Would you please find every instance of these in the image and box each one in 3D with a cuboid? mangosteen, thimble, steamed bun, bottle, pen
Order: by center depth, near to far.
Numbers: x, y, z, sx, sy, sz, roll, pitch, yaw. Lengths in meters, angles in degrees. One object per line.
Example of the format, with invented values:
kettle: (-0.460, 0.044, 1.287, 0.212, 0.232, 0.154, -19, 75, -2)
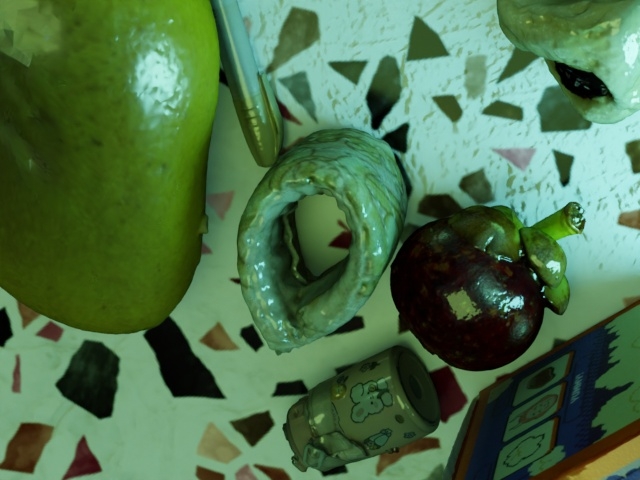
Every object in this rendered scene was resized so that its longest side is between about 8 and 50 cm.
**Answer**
steamed bun: (0.251, -0.176, 1.605, 0.140, 0.172, 0.155, 26, 149, 41)
mangosteen: (0.146, 0.025, 1.704, 0.145, 0.156, 0.181, 27, 83, 28)
thimble: (0.000, 0.000, 1.710, 0.137, 0.143, 0.191, 15, 111, 5)
pen: (-0.075, -0.177, 1.723, 0.040, 0.032, 0.233, -11, 107, 18)
bottle: (0.029, 0.169, 1.792, 0.152, 0.099, 0.099, -26, 102, 20)

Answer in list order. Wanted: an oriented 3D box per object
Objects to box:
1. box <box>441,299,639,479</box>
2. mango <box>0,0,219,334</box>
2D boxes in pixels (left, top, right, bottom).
box: (0.301, 0.276, 1.652, 0.257, 0.318, 0.349, -32, 101, 19)
mango: (-0.224, -0.118, 1.683, 0.301, 0.220, 0.445, -17, 116, 4)
